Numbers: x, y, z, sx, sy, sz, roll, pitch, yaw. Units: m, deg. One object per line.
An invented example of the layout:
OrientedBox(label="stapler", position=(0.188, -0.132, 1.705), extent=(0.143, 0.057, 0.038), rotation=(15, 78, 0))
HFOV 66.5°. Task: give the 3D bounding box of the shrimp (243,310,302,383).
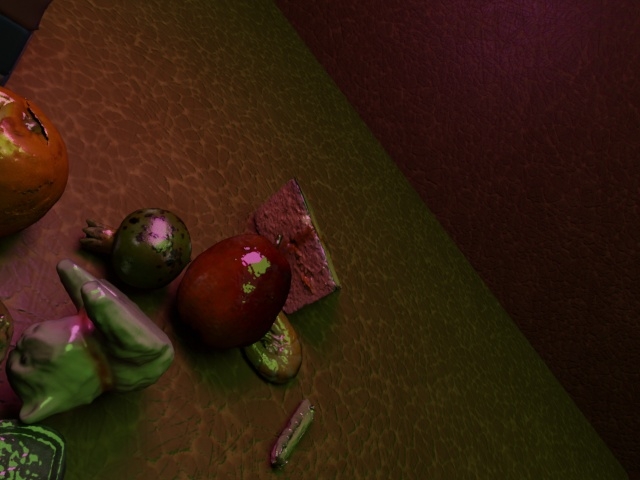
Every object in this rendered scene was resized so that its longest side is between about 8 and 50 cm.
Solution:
OrientedBox(label="shrimp", position=(-0.136, 0.195, 1.130), extent=(0.152, 0.063, 0.287), rotation=(-14, 71, -47))

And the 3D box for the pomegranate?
OrientedBox(label="pomegranate", position=(-0.348, 0.009, 0.938), extent=(0.205, 0.159, 0.159), rotation=(13, 42, -14))

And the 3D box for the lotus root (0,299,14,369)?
OrientedBox(label="lotus root", position=(-0.508, 0.070, 0.602), extent=(0.284, 0.160, 0.146), rotation=(29, 36, 6))

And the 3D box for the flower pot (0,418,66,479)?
OrientedBox(label="flower pot", position=(-0.431, 0.275, 0.567), extent=(0.229, 0.108, 0.103), rotation=(22, 41, -44))

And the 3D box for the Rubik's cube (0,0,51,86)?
OrientedBox(label="Rubik's cube", position=(-0.650, -0.509, 0.849), extent=(0.344, 0.347, 0.346), rotation=(31, 35, -36))

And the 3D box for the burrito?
OrientedBox(label="burrito", position=(-0.058, 0.403, 1.033), extent=(0.185, 0.041, 0.045), rotation=(-38, 133, -61))

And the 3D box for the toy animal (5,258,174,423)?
OrientedBox(label="toy animal", position=(-0.352, 0.158, 0.748), extent=(0.308, 0.188, 0.266), rotation=(20, -19, 43))

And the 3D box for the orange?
OrientedBox(label="orange", position=(-0.518, -0.122, 0.750), extent=(0.240, 0.240, 0.240), rotation=(35, 34, -29))

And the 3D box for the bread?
OrientedBox(label="bread", position=(0.000, 0.000, 1.373), extent=(0.405, 0.242, 0.345), rotation=(-8, 68, -54))

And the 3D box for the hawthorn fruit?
OrientedBox(label="hawthorn fruit", position=(-0.163, 0.087, 1.001), extent=(0.224, 0.261, 0.224), rotation=(43, 0, 0))
